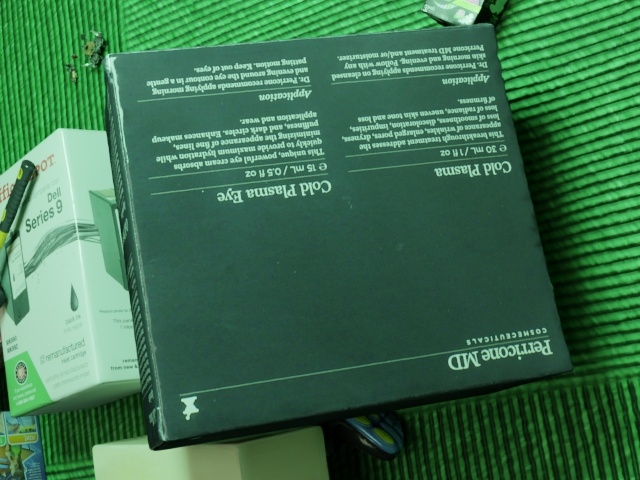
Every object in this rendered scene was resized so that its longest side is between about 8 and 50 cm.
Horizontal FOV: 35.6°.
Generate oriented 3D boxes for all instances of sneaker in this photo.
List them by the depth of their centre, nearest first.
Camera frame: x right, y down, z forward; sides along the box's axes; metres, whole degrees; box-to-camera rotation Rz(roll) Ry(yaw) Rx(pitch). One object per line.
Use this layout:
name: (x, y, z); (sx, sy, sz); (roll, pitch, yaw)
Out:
sneaker: (0.006, 0.197, 1.024); (0.188, 0.067, 0.078); (6, 93, 37)

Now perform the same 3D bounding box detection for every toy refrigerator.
toy refrigerator: (-0.115, 0.241, 0.994); (0.269, 0.102, 0.094); (-13, 83, 48)

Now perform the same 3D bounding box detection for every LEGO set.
LEGO set: (-0.297, -0.239, 1.283); (0.083, 0.023, 0.054); (-21, 71, 42)

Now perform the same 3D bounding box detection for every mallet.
mallet: (-0.356, -0.001, 1.122); (0.189, 0.039, 0.062); (-57, 49, 27)

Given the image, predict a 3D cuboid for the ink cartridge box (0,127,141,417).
ink cartridge box: (-0.280, 0.041, 1.154); (0.211, 0.121, 0.289); (-25, 72, 44)

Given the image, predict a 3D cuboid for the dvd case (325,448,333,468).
dvd case: (-0.094, 0.192, 1.061); (0.253, 0.022, 0.180); (54, 128, 32)

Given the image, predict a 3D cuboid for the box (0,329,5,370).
box: (-0.511, 0.169, 1.265); (0.154, 0.142, 0.300); (39, 108, 1)

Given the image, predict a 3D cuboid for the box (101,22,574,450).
box: (0.000, 0.000, 0.875); (0.343, 0.179, 0.312); (-7, 76, -14)

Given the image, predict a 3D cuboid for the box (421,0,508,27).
box: (0.151, -0.249, 0.987); (0.062, 0.052, 0.083); (30, 100, 29)

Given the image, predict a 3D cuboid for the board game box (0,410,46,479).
board game box: (-0.416, 0.276, 1.189); (0.035, 0.201, 0.136); (-19, 74, 28)
